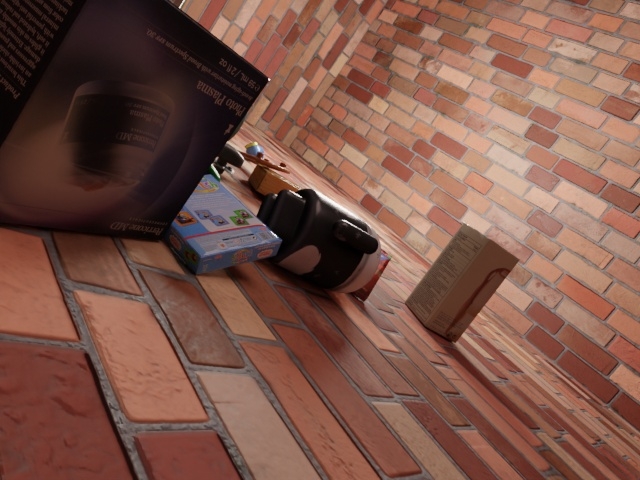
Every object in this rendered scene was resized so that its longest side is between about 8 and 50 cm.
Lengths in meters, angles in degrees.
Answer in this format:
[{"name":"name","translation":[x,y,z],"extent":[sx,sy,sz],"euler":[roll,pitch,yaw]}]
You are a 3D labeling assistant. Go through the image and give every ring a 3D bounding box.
[{"name":"ring","translation":[-0.255,-0.289,1.662],"extent":[0.337,0.032,0.336],"euler":[19,5,-2]}]

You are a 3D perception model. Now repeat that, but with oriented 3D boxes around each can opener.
[{"name":"can opener","translation":[-0.348,-0.264,1.377],"extent":[0.280,0.093,0.074],"euler":[26,14,-24]}]

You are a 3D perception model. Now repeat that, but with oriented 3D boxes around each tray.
[{"name":"tray","translation":[-0.025,-0.109,1.623],"extent":[0.411,0.076,0.203],"euler":[29,6,-21]}]

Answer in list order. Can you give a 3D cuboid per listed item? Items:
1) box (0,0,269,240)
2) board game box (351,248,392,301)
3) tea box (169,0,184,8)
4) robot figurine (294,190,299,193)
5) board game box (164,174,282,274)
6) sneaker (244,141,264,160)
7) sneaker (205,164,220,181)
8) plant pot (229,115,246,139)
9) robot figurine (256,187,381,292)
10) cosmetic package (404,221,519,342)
[{"name":"box","translation":[-0.266,-0.171,0.622],"extent":[0.183,0.294,0.296],"euler":[42,12,21]},{"name":"board game box","translation":[0.027,0.012,1.226],"extent":[0.281,0.145,0.027],"euler":[35,-32,0]},{"name":"tea box","translation":[-0.440,-0.476,1.064],"extent":[0.220,0.329,0.323],"euler":[31,-17,-26]},{"name":"robot figurine","translation":[-0.001,-0.061,1.437],"extent":[0.219,0.128,0.158],"euler":[29,0,-34]},{"name":"board game box","translation":[-0.190,-0.036,0.826],"extent":[0.160,0.039,0.211],"euler":[-13,46,-46]},{"name":"sneaker","translation":[-0.270,-0.355,2.122],"extent":[0.209,0.069,0.082],"euler":[-67,135,-88]},{"name":"sneaker","translation":[-0.300,-0.168,1.018],"extent":[0.123,0.109,0.295],"euler":[35,9,22]},{"name":"plant pot","translation":[-0.415,-0.502,1.722],"extent":[0.235,0.293,0.293],"euler":[8,26,-42]},{"name":"robot figurine","translation":[0.000,-0.002,1.045],"extent":[0.278,0.173,0.209],"euler":[29,20,-29]},{"name":"cosmetic package","translation":[0.395,0.118,1.428],"extent":[0.129,0.296,0.153],"euler":[30,12,-23]}]
